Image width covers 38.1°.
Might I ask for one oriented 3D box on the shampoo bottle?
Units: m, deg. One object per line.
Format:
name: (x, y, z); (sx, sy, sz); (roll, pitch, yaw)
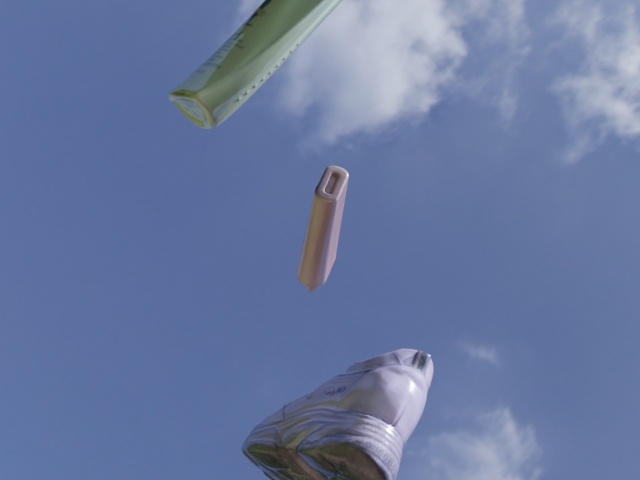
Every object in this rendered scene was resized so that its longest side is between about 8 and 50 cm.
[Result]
shampoo bottle: (-0.041, -0.182, 0.799); (0.049, 0.212, 0.072); (50, -21, -26)

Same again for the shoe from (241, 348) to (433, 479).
shoe: (0.017, 0.175, 0.895); (0.095, 0.137, 0.245); (45, -30, -10)

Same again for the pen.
pen: (0.000, 0.000, 0.908); (0.032, 0.053, 0.197); (20, -33, 6)
